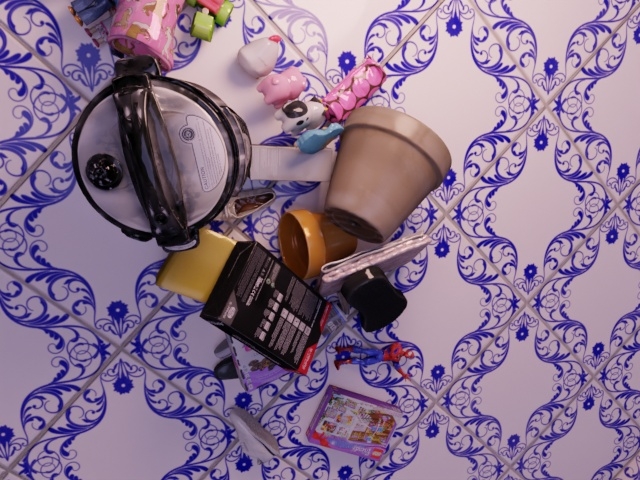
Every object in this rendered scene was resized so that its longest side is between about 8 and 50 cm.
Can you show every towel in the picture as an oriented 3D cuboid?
[{"bbox_3d":[0.140,0.077,1.422,0.331,0.317,0.054,-20,77,-9],"label":"towel"}]

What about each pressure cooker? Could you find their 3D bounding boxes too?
[{"bbox_3d":[-0.366,-0.195,1.133,0.369,0.420,0.376,36,99,-13],"label":"pressure cooker"}]

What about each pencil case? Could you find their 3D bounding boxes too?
[{"bbox_3d":[-0.382,-0.611,1.138,0.160,0.167,0.387,17,85,-46],"label":"pencil case"},{"bbox_3d":[0.090,-0.437,1.386,0.209,0.095,0.098,-46,145,-3],"label":"pencil case"}]

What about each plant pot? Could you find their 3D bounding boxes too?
[{"bbox_3d":[-0.327,0.064,1.347,0.212,0.212,0.187,23,85,-18],"label":"plant pot"},{"bbox_3d":[0.000,0.000,1.423,0.187,0.205,0.205,-12,106,-27],"label":"plant pot"},{"bbox_3d":[0.156,-0.155,1.312,0.323,0.323,0.281,33,75,-19],"label":"plant pot"}]

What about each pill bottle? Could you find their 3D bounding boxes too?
[{"bbox_3d":[0.013,0.268,1.541,0.137,0.078,0.078,-37,109,-3],"label":"pill bottle"}]

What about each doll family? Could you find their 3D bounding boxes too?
[{"bbox_3d":[-0.550,-0.615,1.161,0.163,0.118,0.263,-35,109,-4],"label":"doll family"}]

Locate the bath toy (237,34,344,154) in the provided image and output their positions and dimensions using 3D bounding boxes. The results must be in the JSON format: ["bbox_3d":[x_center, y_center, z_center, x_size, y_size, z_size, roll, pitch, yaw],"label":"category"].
[{"bbox_3d":[-0.083,-0.406,1.288,0.129,0.151,0.348,-36,85,20],"label":"bath toy"}]

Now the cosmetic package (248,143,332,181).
[{"bbox_3d":[-0.092,-0.224,1.371,0.237,0.127,0.107,-4,103,-15],"label":"cosmetic package"}]

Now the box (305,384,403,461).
[{"bbox_3d":[0.120,0.642,1.669,0.293,0.057,0.201,24,96,-19],"label":"box"}]

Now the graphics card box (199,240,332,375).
[{"bbox_3d":[-0.133,0.193,1.317,0.371,0.094,0.233,44,58,-40],"label":"graphics card box"}]

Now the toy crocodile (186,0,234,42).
[{"bbox_3d":[-0.249,-0.678,1.232,0.115,0.105,0.341,29,94,-19],"label":"toy crocodile"}]

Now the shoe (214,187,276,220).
[{"bbox_3d":[-0.234,-0.108,1.396,0.218,0.058,0.077,-18,107,-10],"label":"shoe"}]

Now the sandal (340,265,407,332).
[{"bbox_3d":[0.163,0.165,1.451,0.167,0.107,0.446,-30,149,0],"label":"sandal"}]

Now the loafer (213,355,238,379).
[{"bbox_3d":[-0.227,0.392,1.507,0.223,0.078,0.076,-16,106,-11],"label":"loafer"}]

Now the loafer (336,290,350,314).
[{"bbox_3d":[0.074,0.199,1.543,0.039,0.045,0.125,-7,138,-1],"label":"loafer"}]

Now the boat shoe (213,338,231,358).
[{"bbox_3d":[-0.218,0.315,1.489,0.226,0.083,0.076,-30,108,-7],"label":"boat shoe"}]

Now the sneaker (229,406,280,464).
[{"bbox_3d":[-0.233,0.649,1.569,0.094,0.090,0.235,-34,108,5],"label":"sneaker"}]

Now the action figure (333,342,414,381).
[{"bbox_3d":[0.199,0.405,1.596,0.280,0.139,0.092,-1,105,-17],"label":"action figure"}]

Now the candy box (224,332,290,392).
[{"bbox_3d":[-0.181,0.326,1.427,0.164,0.070,0.197,-20,102,-22],"label":"candy box"}]
